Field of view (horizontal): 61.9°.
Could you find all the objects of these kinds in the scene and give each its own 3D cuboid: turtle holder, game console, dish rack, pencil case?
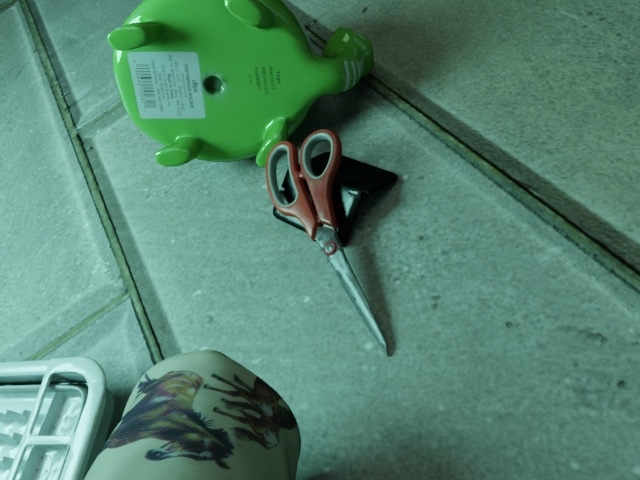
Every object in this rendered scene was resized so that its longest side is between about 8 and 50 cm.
[{"bbox_3d":[-0.109,-0.256,0.731,0.320,0.243,0.227,-26,32,16],"label":"turtle holder"},{"bbox_3d":[0.017,-0.056,0.673,0.122,0.071,0.107,26,98,36],"label":"game console"},{"bbox_3d":[-0.372,0.272,0.558,0.333,0.072,0.285,-7,54,19],"label":"dish rack"},{"bbox_3d":[-0.096,0.237,0.285,0.160,0.183,0.410,-1,19,1],"label":"pencil case"}]

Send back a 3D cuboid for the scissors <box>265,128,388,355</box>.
[{"bbox_3d":[0.000,0.000,0.610,0.109,0.021,0.297,-23,65,23],"label":"scissors"}]
